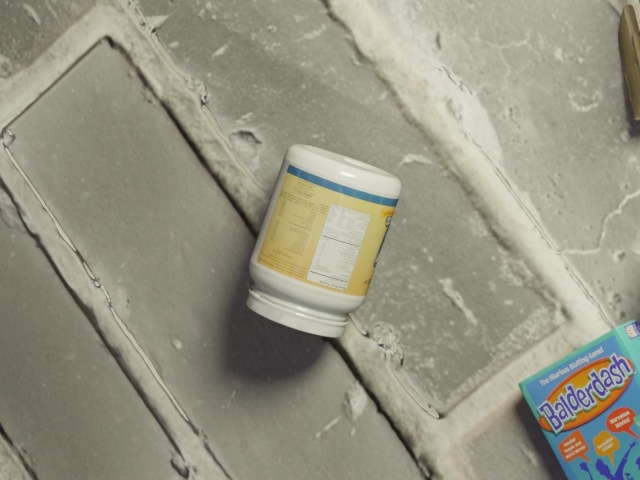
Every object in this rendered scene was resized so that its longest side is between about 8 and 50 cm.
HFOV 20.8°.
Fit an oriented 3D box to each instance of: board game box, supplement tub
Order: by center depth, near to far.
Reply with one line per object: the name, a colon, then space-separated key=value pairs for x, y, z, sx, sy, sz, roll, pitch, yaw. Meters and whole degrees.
board game box: x=0.333 y=0.216 z=1.940 sx=0.160 sy=0.047 sz=0.210 roll=-37 pitch=75 yaw=41
supplement tub: x=0.000 y=0.000 z=2.047 sx=0.144 sy=0.144 sz=0.199 roll=21 pitch=98 yaw=20

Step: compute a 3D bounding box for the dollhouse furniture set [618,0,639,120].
dollhouse furniture set: x=0.486 y=-0.303 z=1.873 sx=0.303 sy=0.286 sz=0.198 roll=-5 pitch=56 yaw=-2
